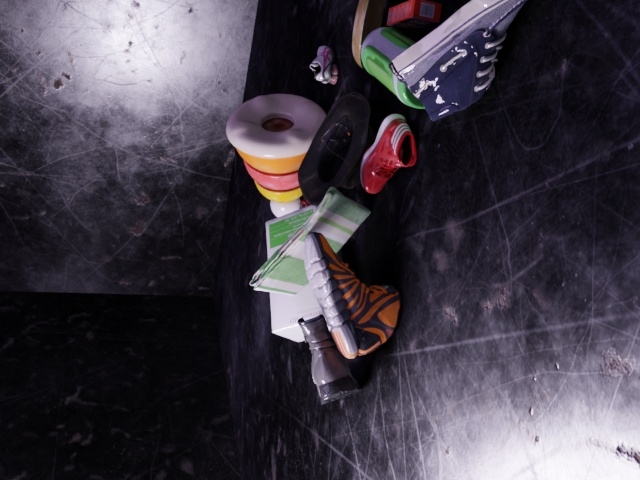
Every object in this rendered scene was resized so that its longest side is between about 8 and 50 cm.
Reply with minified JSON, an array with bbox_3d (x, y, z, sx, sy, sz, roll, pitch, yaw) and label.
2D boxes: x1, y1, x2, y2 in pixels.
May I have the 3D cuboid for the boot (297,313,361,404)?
[{"bbox_3d":[0.020,0.309,1.582,0.338,0.118,0.222,96,155,-72],"label":"boot"}]

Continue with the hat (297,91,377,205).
[{"bbox_3d":[0.076,-0.236,1.653,0.331,0.134,0.331,-36,44,44],"label":"hat"}]

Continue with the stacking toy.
[{"bbox_3d":[-0.143,-0.251,2.149,0.350,0.351,0.479,-106,11,-45],"label":"stacking toy"}]

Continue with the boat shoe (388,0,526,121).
[{"bbox_3d":[0.295,-0.354,1.089,0.341,0.127,0.158,-26,103,49],"label":"boat shoe"}]

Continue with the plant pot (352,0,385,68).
[{"bbox_3d":[0.123,-0.569,1.542,0.236,0.032,0.236,14,-90,-79],"label":"plant pot"}]

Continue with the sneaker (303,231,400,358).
[{"bbox_3d":[0.082,0.114,1.465,0.321,0.180,0.124,69,161,1],"label":"sneaker"}]

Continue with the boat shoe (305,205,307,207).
[{"bbox_3d":[-0.018,-0.112,2.022,0.178,0.060,0.064,142,129,-66],"label":"boat shoe"}]

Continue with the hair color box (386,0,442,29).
[{"bbox_3d":[0.216,-0.525,1.384,0.141,0.072,0.043,-143,58,-69],"label":"hair color box"}]

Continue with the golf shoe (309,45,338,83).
[{"bbox_3d":[0.006,-0.601,2.004,0.067,0.086,0.186,111,156,-45],"label":"golf shoe"}]

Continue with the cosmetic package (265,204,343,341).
[{"bbox_3d":[-0.039,0.101,1.791,0.197,0.155,0.365,-20,60,24],"label":"cosmetic package"}]

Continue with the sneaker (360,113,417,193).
[{"bbox_3d":[0.164,-0.188,1.459,0.128,0.087,0.221,-108,27,-50],"label":"sneaker"}]

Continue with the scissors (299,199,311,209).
[{"bbox_3d":[-0.022,-0.042,2.060,0.021,0.109,0.297,-52,-19,-26],"label":"scissors"}]

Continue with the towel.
[{"bbox_3d":[-0.022,0.015,1.564,0.325,0.248,0.038,-50,64,9],"label":"towel"}]

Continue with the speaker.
[{"bbox_3d":[0.187,-0.403,1.364,0.296,0.131,0.131,-116,34,-55],"label":"speaker"}]
